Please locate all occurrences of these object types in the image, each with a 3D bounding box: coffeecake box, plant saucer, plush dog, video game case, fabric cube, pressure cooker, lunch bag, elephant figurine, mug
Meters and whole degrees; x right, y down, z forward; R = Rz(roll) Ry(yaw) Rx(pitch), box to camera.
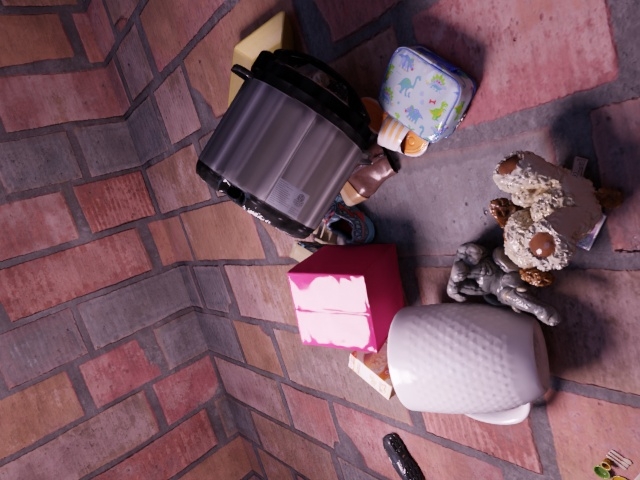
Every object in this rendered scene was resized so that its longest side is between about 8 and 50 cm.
[{"bbox_3d":[0.213,0.433,1.484,0.185,0.142,0.068,32,131,37],"label":"coffeecake box"},{"bbox_3d":[-0.194,-0.532,1.434,0.333,0.081,0.332,0,84,52],"label":"plant saucer"},{"bbox_3d":[0.465,-0.033,0.901,0.225,0.211,0.262,106,158,-58],"label":"plush dog"},{"bbox_3d":[0.536,-0.042,0.931,0.122,0.011,0.087,34,133,36],"label":"video game case"},{"bbox_3d":[0.090,0.169,1.347,0.258,0.254,0.259,-1,108,31],"label":"fabric cube"},{"bbox_3d":[-0.070,-0.257,1.129,0.375,0.370,0.420,34,96,20],"label":"pressure cooker"},{"bbox_3d":[0.254,-0.358,1.040,0.219,0.090,0.176,45,140,26],"label":"lunch bag"},{"bbox_3d":[0.436,0.099,1.028,0.239,0.186,0.169,15,161,18],"label":"elephant figurine"},{"bbox_3d":[0.399,0.331,1.102,0.328,0.276,0.374,-12,116,35],"label":"mug"}]

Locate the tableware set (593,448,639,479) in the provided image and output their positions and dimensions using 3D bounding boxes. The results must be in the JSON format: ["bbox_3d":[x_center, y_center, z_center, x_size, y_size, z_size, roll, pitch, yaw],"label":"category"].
[{"bbox_3d":[0.737,0.577,1.015,0.154,0.024,0.104,35,134,35],"label":"tableware set"}]

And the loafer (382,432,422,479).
[{"bbox_3d":[0.313,0.853,1.655,0.223,0.076,0.078,59,149,17],"label":"loafer"}]

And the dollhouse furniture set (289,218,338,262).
[{"bbox_3d":[0.000,0.000,1.552,0.129,0.129,0.183,29,106,40],"label":"dollhouse furniture set"}]

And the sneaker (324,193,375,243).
[{"bbox_3d":[0.057,-0.087,1.400,0.262,0.125,0.104,43,128,26],"label":"sneaker"}]

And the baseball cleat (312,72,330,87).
[{"bbox_3d":[0.026,-0.409,1.329,0.206,0.072,0.109,70,159,-2],"label":"baseball cleat"}]

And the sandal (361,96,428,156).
[{"bbox_3d":[0.175,-0.306,1.177,0.265,0.076,0.102,40,137,30],"label":"sandal"}]

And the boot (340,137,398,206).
[{"bbox_3d":[0.110,-0.249,1.313,0.207,0.090,0.248,-38,73,38],"label":"boot"}]
